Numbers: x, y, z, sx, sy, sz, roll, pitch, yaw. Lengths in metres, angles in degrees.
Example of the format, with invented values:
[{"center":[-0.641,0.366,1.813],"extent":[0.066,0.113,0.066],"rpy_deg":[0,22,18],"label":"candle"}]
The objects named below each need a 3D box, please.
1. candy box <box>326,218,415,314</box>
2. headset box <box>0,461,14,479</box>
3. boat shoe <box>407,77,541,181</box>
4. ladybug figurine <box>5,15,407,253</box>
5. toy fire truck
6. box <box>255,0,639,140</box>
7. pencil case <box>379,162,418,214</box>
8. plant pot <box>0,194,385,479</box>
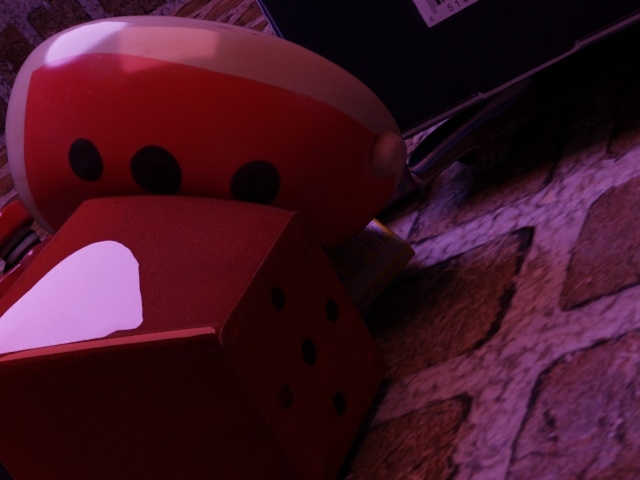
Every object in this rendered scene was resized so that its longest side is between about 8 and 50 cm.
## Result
[{"center":[0.000,0.000,1.502],"extent":[0.105,0.027,0.206],"rpy_deg":[-46,44,-4],"label":"candy box"},{"center":[-0.330,0.218,1.610],"extent":[0.218,0.110,0.293],"rpy_deg":[-24,22,36],"label":"headset box"},{"center":[0.172,-0.110,1.535],"extent":[0.183,0.066,0.066],"rpy_deg":[-39,14,-22],"label":"boat shoe"},{"center":[-0.128,-0.072,1.402],"extent":[0.449,0.305,0.162],"rpy_deg":[0,52,33],"label":"ladybug figurine"},{"center":[-0.475,0.096,2.144],"extent":[0.302,0.169,0.254],"rpy_deg":[-47,2,-30],"label":"toy fire truck"},{"center":[0.241,-0.369,1.537],"extent":[0.480,0.297,0.472],"rpy_deg":[-25,8,38],"label":"box"},{"center":[-0.029,-0.029,1.637],"extent":[0.284,0.124,0.124],"rpy_deg":[-37,18,5],"label":"pencil case"},{"center":[-0.103,0.112,1.237],"extent":[0.235,0.267,0.267],"rpy_deg":[-14,28,32],"label":"plant pot"}]
